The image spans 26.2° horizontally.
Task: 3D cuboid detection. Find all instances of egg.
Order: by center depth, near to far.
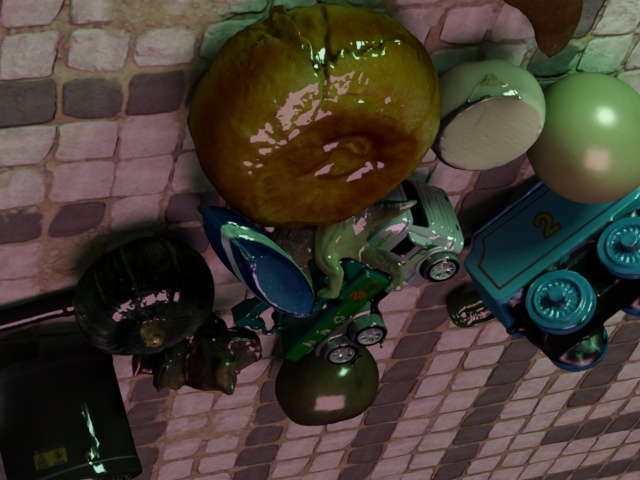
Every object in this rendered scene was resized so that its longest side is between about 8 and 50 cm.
[{"bbox_3d":[0.393,-0.146,1.992,0.186,0.186,0.241,-32,157,18],"label":"egg"}]

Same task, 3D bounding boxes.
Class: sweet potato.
[{"bbox_3d":[0.257,-0.333,1.729,0.114,0.092,0.341,-19,151,30],"label":"sweet potato"}]

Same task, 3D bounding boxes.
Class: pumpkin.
[{"bbox_3d":[-0.255,0.086,2.005,0.211,0.152,0.212,-28,155,-15],"label":"pumpkin"}]

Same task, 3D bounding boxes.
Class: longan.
[{"bbox_3d":[0.011,0.241,2.363,0.187,0.167,0.167,-34,157,-33],"label":"longan"}]

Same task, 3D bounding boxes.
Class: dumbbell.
[{"bbox_3d":[0.237,0.004,2.262,0.083,0.040,0.036,-23,178,5],"label":"dumbbell"}]

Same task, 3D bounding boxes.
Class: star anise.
[{"bbox_3d":[-0.191,0.172,2.141,0.214,0.220,0.099,-9,109,-23],"label":"star anise"}]

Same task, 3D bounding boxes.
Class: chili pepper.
[{"bbox_3d":[0.320,0.092,2.413,0.204,0.073,0.072,-24,133,3],"label":"chili pepper"}]

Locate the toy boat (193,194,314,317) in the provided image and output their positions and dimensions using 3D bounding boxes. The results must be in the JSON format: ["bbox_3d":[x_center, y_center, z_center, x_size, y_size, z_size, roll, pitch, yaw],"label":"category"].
[{"bbox_3d":[-0.092,0.025,1.870,0.070,0.210,0.291,-44,-171,-5],"label":"toy boat"}]

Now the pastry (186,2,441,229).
[{"bbox_3d":[-0.008,-0.157,1.786,0.355,0.164,0.356,-17,143,-13],"label":"pastry"}]

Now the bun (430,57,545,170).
[{"bbox_3d":[0.220,-0.184,1.898,0.172,0.120,0.173,-9,143,-7],"label":"bun"}]

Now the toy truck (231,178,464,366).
[{"bbox_3d":[0.044,0.050,2.106,0.363,0.177,0.178,-39,136,26],"label":"toy truck"}]

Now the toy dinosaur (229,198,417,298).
[{"bbox_3d":[-0.003,0.000,1.957,0.294,0.162,0.077,-3,-178,10],"label":"toy dinosaur"}]

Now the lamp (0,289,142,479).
[{"bbox_3d":[-0.396,0.295,2.122,0.205,0.272,0.374,-16,147,-10],"label":"lamp"}]

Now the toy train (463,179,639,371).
[{"bbox_3d":[0.394,0.041,2.176,0.300,0.265,0.188,-37,144,-2],"label":"toy train"}]
